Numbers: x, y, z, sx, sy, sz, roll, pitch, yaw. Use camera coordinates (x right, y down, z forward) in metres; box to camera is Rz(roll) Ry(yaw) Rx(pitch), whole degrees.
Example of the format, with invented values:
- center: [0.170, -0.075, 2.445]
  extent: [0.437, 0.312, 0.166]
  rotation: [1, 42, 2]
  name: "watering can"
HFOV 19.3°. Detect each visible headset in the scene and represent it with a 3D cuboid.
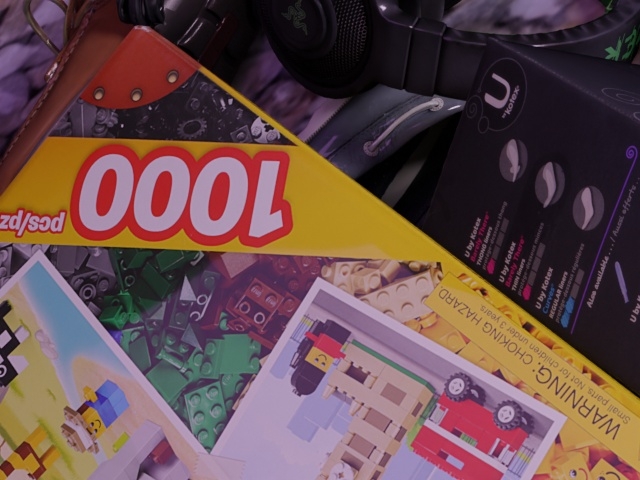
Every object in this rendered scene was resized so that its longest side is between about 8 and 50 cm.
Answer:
- center: [0.034, -0.179, 1.351]
  extent: [0.394, 0.185, 0.243]
  rotation: [19, 37, 13]
  name: "headset"

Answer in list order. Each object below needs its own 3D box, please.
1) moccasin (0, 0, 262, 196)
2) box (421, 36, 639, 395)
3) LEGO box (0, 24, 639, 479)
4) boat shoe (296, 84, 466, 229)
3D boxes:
- center: [-0.150, -0.167, 1.530]
  extent: [0.147, 0.139, 0.380]
  rotation: [21, 78, 41]
  name: "moccasin"
- center: [0.213, -0.006, 1.125]
  extent: [0.270, 0.165, 0.143]
  rotation: [38, 116, 49]
  name: "box"
- center: [-0.019, 0.170, 1.104]
  extent: [0.500, 0.193, 0.372]
  rotation: [38, 90, 29]
  name: "LEGO box"
- center: [0.000, 0.000, 1.351]
  extent: [0.319, 0.116, 0.099]
  rotation: [-50, 45, -7]
  name: "boat shoe"
